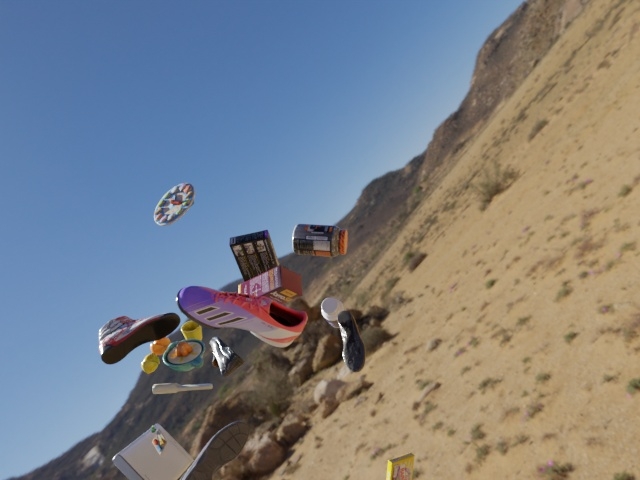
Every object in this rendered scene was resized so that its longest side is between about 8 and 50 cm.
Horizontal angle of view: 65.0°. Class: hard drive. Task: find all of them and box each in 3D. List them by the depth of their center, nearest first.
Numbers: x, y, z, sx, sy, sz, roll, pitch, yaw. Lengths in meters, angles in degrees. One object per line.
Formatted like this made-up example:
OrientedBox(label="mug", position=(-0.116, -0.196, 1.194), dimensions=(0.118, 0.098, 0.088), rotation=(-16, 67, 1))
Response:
OrientedBox(label="hard drive", position=(-0.670, 0.896, 2.050), dimensions=(0.047, 0.233, 0.353), rotation=(-47, -6, 3))

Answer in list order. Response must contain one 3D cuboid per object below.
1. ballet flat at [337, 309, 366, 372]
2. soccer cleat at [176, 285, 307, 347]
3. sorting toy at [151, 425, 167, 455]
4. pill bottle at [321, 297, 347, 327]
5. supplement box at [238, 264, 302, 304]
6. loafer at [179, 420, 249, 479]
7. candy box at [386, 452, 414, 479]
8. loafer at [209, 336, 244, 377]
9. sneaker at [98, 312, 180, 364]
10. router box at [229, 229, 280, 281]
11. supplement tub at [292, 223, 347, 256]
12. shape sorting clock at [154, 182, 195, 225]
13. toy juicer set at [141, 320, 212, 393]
OrientedBox(label="ballet flat", position=(0.111, 0.358, 1.777), dimensions=(0.084, 0.250, 0.058), rotation=(-22, -45, 7))
OrientedBox(label="soccer cleat", position=(-0.184, 0.165, 1.213), dimensions=(0.116, 0.318, 0.108), rotation=(-48, 28, 39))
OrientedBox(label="sorting toy", position=(-0.509, 0.618, 1.564), dimensions=(0.012, 0.083, 0.062), rotation=(5, -64, -51))
OrientedBox(label="pill bottle", position=(0.058, 0.296, 2.086), dimensions=(0.094, 0.094, 0.169), rotation=(-46, -29, -9))
OrientedBox(label="supplement box", position=(-0.162, 0.161, 1.616), dimensions=(0.188, 0.080, 0.104), rotation=(-27, -38, 29))
OrientedBox(label="loafer", position=(-0.362, 0.714, 1.653), dimensions=(0.095, 0.109, 0.302), rotation=(-24, 14, 46))
OrientedBox(label="candy box", position=(0.275, 0.852, 1.761), dimensions=(0.105, 0.027, 0.205), rotation=(-4, -77, -34))
OrientedBox(label="loafer", position=(-0.257, 0.296, 1.293), dimensions=(0.061, 0.062, 0.170), rotation=(-47, 25, -15))
OrientedBox(label="sneaker", position=(-0.604, 0.283, 1.657), dimensions=(0.270, 0.145, 0.090), rotation=(-30, -50, -10))
OrientedBox(label="router box", position=(-0.220, 0.056, 1.712), dimensions=(0.046, 0.133, 0.179), rotation=(-98, -4, -50))
OrientedBox(label="supplement tub", position=(0.000, 0.000, 1.840), dimensions=(0.117, 0.190, 0.117), rotation=(3, -90, -80))
OrientedBox(label="shape sorting clock", position=(-0.582, -0.147, 1.998), dimensions=(0.206, 0.206, 0.040), rotation=(-46, -47, -10))
OrientedBox(label="toy juicer set", position=(-0.470, 0.375, 1.603), dimensions=(0.209, 0.089, 0.329), rotation=(-15, 27, -13))
